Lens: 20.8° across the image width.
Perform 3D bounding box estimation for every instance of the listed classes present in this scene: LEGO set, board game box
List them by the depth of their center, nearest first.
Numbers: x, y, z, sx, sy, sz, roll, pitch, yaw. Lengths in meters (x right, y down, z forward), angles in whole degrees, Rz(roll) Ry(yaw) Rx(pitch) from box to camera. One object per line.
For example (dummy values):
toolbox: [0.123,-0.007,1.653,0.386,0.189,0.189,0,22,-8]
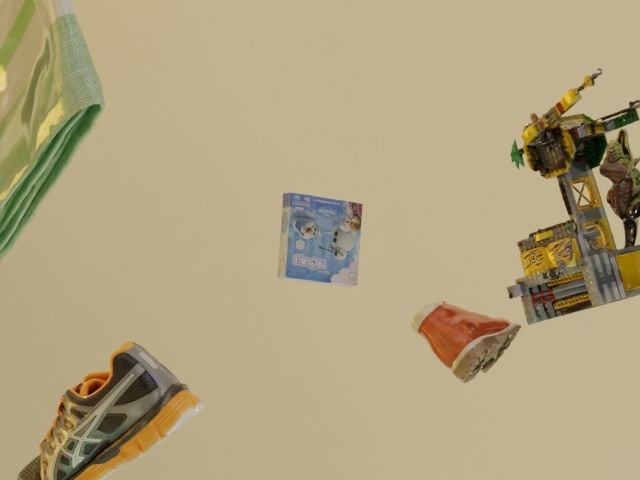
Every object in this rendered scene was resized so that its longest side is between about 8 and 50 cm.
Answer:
LEGO set: [0.302,-0.047,1.693,0.331,0.192,0.254,-9,-89,46]
board game box: [0.000,0.000,1.821,0.020,0.090,0.090,-5,-100,57]

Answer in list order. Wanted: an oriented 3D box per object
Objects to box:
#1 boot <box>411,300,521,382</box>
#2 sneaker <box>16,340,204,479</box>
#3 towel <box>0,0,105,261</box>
boot: [0.141,0.087,1.696,0.085,0.158,0.059,38,-75,17]
sneaker: [-0.186,0.154,1.443,0.215,0.084,0.083,-36,-89,34]
towel: [-0.216,-0.163,0.998,0.248,0.038,0.324,-44,-120,55]
